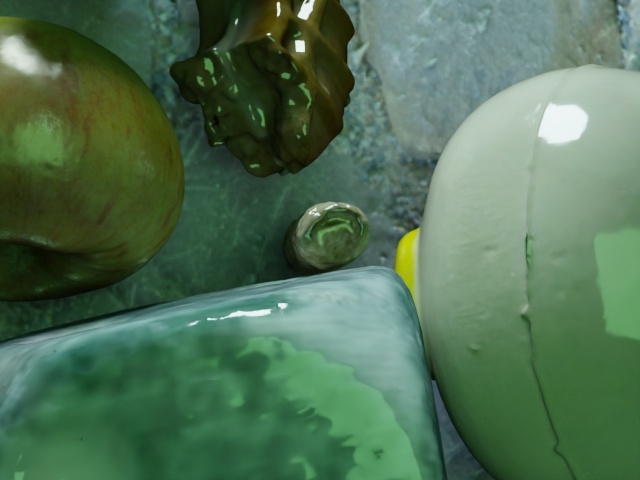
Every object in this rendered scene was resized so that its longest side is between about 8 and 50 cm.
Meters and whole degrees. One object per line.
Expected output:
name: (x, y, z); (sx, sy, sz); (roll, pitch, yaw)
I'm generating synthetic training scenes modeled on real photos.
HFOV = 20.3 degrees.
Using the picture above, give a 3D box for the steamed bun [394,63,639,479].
steamed bun: (0.235, 0.043, 1.479); (0.333, 0.334, 0.374); (-2, 88, -16)

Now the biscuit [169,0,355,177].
biscuit: (-0.094, -0.238, 1.456); (0.366, 0.115, 0.268); (48, 40, -36)

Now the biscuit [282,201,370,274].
biscuit: (0.000, 0.000, 1.469); (0.061, 0.219, 0.055); (-21, 89, -8)

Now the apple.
apple: (-0.236, -0.064, 1.395); (0.260, 0.261, 0.194); (5, 63, -15)

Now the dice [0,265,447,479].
dice: (-0.074, 0.206, 1.323); (0.348, 0.330, 0.328); (-11, 90, 3)
